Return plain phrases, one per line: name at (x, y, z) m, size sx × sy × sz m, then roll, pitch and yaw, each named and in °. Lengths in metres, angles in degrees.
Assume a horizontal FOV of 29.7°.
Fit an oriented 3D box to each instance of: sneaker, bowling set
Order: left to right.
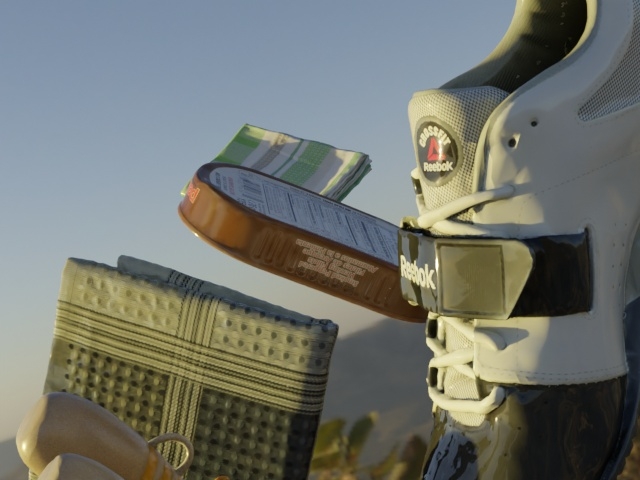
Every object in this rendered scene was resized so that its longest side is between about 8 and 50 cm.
bowling set at (-0.107, 0.211, 0.628) m, size 0.200 × 0.154 × 0.287 m, roll -25°, pitch 36°, yaw 52°
sneaker at (0.083, 0.001, 0.560) m, size 0.146 × 0.330 × 0.122 m, roll 27°, pitch -13°, yaw -26°

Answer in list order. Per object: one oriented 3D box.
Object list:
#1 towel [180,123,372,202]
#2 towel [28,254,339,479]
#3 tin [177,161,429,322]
towel at (-0.042, -0.060, 1.115) m, size 0.152 × 0.023 × 0.113 m, roll 18°, pitch 51°, yaw 33°
towel at (-0.156, 0.192, 1.278) m, size 0.324 × 0.312 × 0.056 m, roll 15°, pitch 9°, yaw 20°
tin at (0.000, 0.000, 0.794) m, size 0.189 × 0.040 × 0.106 m, roll 21°, pitch 21°, yaw -14°
